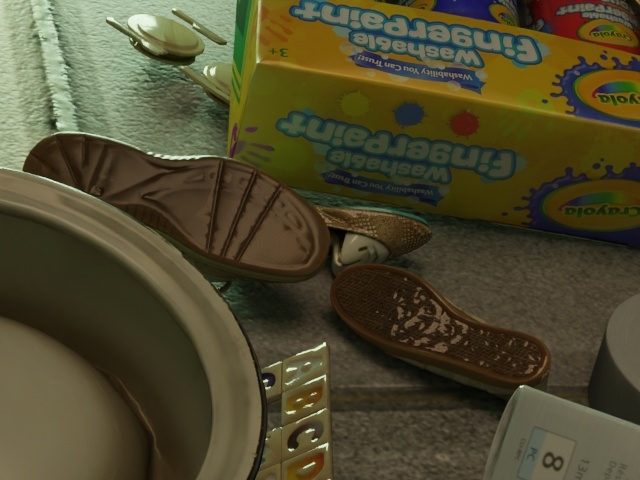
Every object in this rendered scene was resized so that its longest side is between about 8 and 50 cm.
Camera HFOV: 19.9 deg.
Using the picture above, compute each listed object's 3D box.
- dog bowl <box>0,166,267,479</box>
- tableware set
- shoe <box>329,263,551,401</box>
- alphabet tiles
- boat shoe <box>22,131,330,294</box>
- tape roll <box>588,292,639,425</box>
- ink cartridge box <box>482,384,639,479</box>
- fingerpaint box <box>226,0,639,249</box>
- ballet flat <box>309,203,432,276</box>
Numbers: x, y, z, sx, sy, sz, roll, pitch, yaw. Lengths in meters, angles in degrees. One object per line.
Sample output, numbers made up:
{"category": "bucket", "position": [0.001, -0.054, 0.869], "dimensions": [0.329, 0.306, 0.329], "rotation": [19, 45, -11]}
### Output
{"category": "dog bowl", "position": [-0.249, 0.131, 1.216], "dimensions": [0.408, 0.150, 0.408], "rotation": [11, 40, -9]}
{"category": "tableware set", "position": [-0.130, -0.181, 1.939], "dimensions": [0.194, 0.039, 0.128], "rotation": [35, 27, 22]}
{"category": "shoe", "position": [0.103, 0.087, 1.597], "dimensions": [0.219, 0.058, 0.076], "rotation": [25, 66, 27]}
{"category": "alphabet tiles", "position": [-0.079, 0.183, 1.320], "dimensions": [0.198, 0.009, 0.237], "rotation": [-24, 31, 14]}
{"category": "boat shoe", "position": [-0.126, -0.020, 1.636], "dimensions": [0.285, 0.089, 0.104], "rotation": [19, 59, 11]}
{"category": "tape roll", "position": [0.346, 0.132, 1.582], "dimensions": [0.219, 0.072, 0.219], "rotation": [8, 32, -5]}
{"category": "ink cartridge box", "position": [0.346, 0.214, 1.219], "dimensions": [0.385, 0.091, 0.308], "rotation": [16, -6, 42]}
{"category": "fingerpaint box", "position": [0.140, -0.201, 1.869], "dimensions": [0.445, 0.163, 0.371], "rotation": [10, 43, -8]}
{"category": "ballet flat", "position": [0.000, 0.000, 1.694], "dimensions": [0.206, 0.073, 0.067], "rotation": [8, 60, -1]}
